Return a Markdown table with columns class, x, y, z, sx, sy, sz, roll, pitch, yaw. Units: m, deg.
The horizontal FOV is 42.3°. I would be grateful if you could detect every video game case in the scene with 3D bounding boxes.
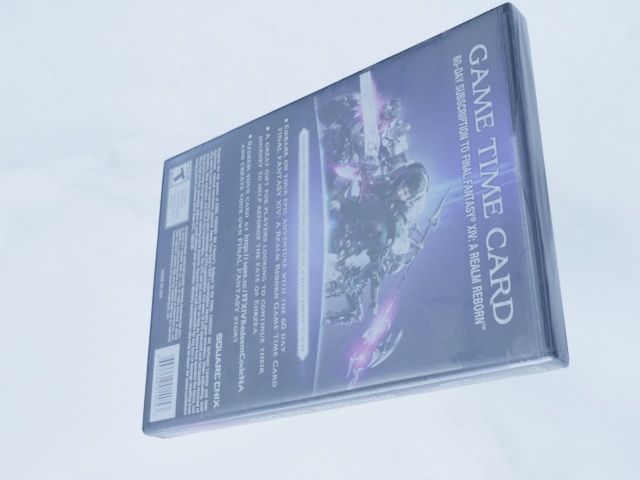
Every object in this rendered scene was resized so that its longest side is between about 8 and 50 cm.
| class | x | y | z | sx | sy | sz | roll | pitch | yaw |
| --- | --- | --- | --- | --- | --- | --- | --- | --- | --- |
| video game case | 0.000 | 0.000 | 0.481 | 0.274 | 0.026 | 0.196 | -18 | 61 | 34 |
